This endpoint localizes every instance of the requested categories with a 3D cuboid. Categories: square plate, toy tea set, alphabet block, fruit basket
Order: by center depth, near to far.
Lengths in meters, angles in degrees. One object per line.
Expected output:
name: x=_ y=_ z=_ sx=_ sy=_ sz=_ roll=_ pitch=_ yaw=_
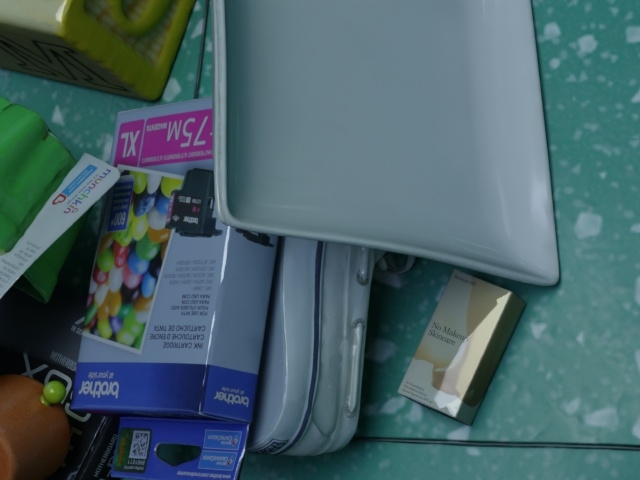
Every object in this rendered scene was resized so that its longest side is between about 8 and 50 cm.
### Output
square plate: x=0.043 y=-0.143 z=1.422 sx=0.049 sy=0.347 sz=0.344 roll=-25 pitch=62 yaw=47
fruit basket: x=-0.368 y=0.030 z=1.501 sx=0.327 sy=0.165 sz=0.353 roll=23 pitch=72 yaw=44
toy tea set: x=-0.341 y=0.219 z=1.510 sx=0.336 sy=0.124 sz=0.200 roll=-4 pitch=102 yaw=19
alphabet block: x=-0.242 y=-0.259 z=1.634 sx=0.197 sy=0.193 sz=0.192 roll=15 pitch=82 yaw=26

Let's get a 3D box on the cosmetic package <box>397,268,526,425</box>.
cosmetic package: x=0.117 y=0.088 z=1.459 sx=0.060 sy=0.041 sz=0.115 roll=21 pitch=83 yaw=27

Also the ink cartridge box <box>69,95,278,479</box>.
ink cartridge box: x=-0.117 y=0.040 z=1.437 sx=0.186 sy=0.065 sz=0.311 roll=-3 pitch=77 yaw=49

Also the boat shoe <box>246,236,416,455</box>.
boat shoe: x=0.006 y=0.000 z=1.479 sx=0.136 sy=0.156 sz=0.367 roll=-12 pitch=71 yaw=44

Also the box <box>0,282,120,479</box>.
box: x=-0.306 y=0.139 z=1.605 sx=0.307 sy=0.076 sz=0.242 roll=25 pitch=85 yaw=28
